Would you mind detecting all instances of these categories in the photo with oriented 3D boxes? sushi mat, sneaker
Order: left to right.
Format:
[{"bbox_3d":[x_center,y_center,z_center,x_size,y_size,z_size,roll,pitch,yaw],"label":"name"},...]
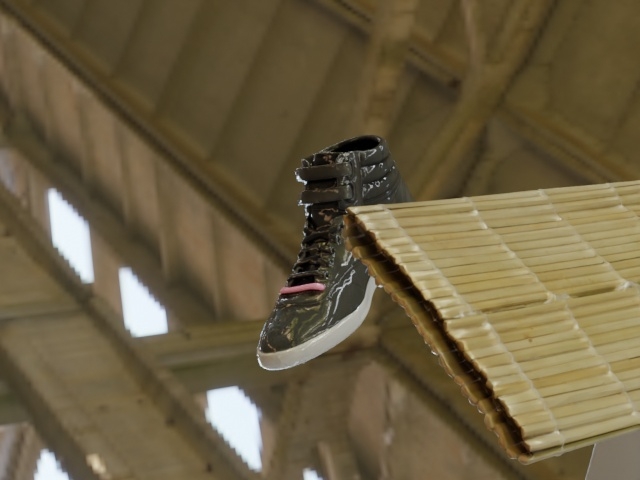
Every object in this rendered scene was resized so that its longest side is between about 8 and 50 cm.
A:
[{"bbox_3d":[0.000,0.000,1.538,0.104,0.296,0.147,-5,-60,37],"label":"sneaker"},{"bbox_3d":[0.159,0.030,0.808,0.151,0.316,0.019,54,-53,26],"label":"sushi mat"}]

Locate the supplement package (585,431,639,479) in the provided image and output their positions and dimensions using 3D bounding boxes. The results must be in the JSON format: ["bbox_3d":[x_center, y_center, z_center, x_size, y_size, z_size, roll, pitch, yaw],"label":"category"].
[{"bbox_3d":[0.315,0.242,1.219,0.204,0.145,0.262,20,-65,22],"label":"supplement package"}]
